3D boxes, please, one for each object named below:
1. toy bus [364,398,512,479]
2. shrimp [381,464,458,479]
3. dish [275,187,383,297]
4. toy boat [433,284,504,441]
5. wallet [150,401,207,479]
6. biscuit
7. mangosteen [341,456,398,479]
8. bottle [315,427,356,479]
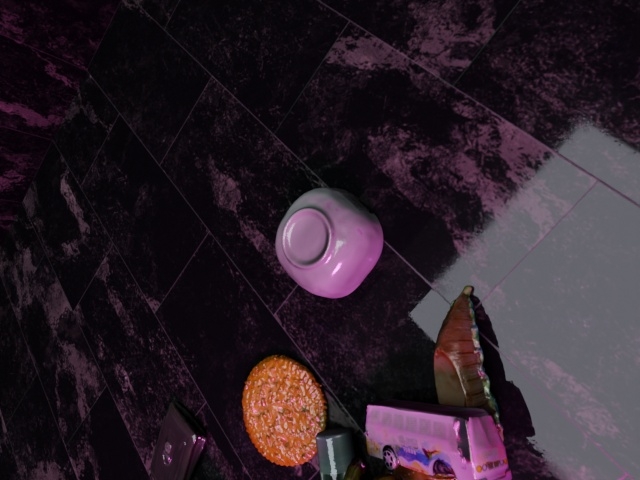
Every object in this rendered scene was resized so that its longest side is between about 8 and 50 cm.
[{"bbox_3d":[0.186,0.347,0.764,0.274,0.090,0.112,-23,69,56],"label":"toy bus"},{"bbox_3d":[0.217,0.464,0.811,0.294,0.062,0.153,-40,59,25],"label":"shrimp"},{"bbox_3d":[0.000,0.000,0.972,0.256,0.117,0.256,-4,83,33],"label":"dish"},{"bbox_3d":[0.257,0.229,0.792,0.108,0.099,0.292,-21,72,57],"label":"toy boat"},{"bbox_3d":[-0.406,0.594,1.214,0.169,0.052,0.245,29,103,36],"label":"wallet"},{"bbox_3d":[-0.092,0.400,1.034,0.254,0.035,0.253,-4,83,33],"label":"biscuit"},{"bbox_3d":[0.077,0.517,0.756,0.215,0.215,0.257,-10,67,32],"label":"mangosteen"},{"bbox_3d":[0.048,0.539,0.897,0.082,0.082,0.285,-17,75,31],"label":"bottle"}]
